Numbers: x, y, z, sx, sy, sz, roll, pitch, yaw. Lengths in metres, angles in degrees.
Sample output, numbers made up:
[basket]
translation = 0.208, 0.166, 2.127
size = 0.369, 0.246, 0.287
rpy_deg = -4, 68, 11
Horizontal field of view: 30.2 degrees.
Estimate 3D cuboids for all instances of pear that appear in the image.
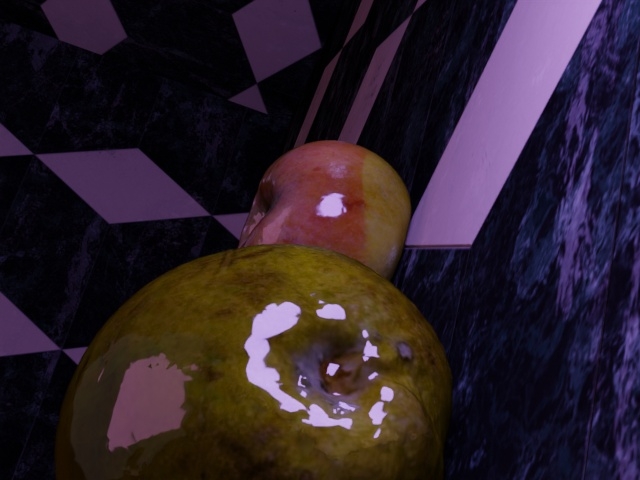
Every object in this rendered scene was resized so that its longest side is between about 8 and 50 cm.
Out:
[pear]
translation = -0.060, 0.172, 1.013
size = 0.413, 0.352, 0.352
rpy_deg = -45, 26, 54

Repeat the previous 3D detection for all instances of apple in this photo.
[apple]
translation = 0.000, 0.000, 1.509
size = 0.261, 0.194, 0.261
rpy_deg = -161, 90, -81
